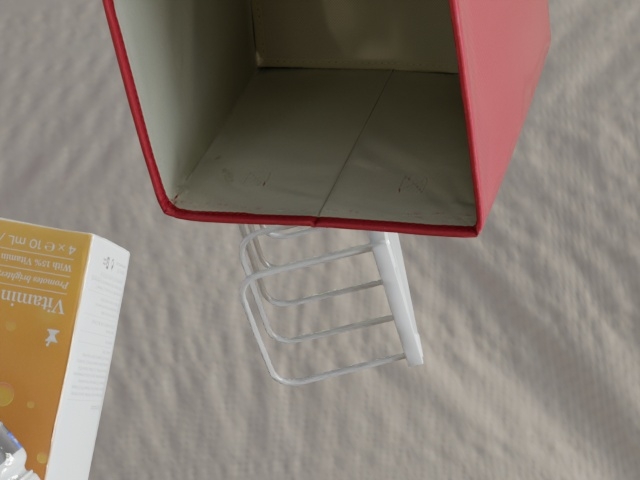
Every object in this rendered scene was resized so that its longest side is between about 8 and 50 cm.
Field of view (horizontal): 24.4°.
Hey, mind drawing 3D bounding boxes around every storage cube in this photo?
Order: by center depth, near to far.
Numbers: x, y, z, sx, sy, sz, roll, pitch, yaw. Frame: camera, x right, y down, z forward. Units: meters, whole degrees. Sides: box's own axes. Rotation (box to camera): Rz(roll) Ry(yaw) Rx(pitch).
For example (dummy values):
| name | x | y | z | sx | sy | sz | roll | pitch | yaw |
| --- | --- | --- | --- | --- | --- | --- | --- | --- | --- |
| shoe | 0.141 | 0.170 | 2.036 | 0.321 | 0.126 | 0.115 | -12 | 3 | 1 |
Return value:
| name | x | y | z | sx | sy | sz | roll | pitch | yaw |
| --- | --- | --- | --- | --- | --- | --- | --- | --- | --- |
| storage cube | 0.012 | -0.136 | 0.789 | 0.183 | 0.215 | 0.193 | 4 | -141 | 20 |

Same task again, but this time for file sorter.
| name | x | y | z | sx | sy | sz | roll | pitch | yaw |
| --- | --- | --- | --- | --- | --- | --- | --- | --- | --- |
| file sorter | 0.000 | 0.000 | 1.709 | 0.173 | 0.193 | 0.278 | -13 | -139 | 5 |

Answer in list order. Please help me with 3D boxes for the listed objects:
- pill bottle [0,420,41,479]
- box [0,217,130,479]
| name | x | y | z | sx | sy | sz | roll | pitch | yaw |
| --- | --- | --- | --- | --- | --- | --- | --- | --- | --- |
| pill bottle | -0.297 | 0.178 | 1.243 | 0.078 | 0.078 | 0.137 | -40 | -89 | -7 |
| box | -0.332 | 0.152 | 1.420 | 0.215 | 0.168 | 0.345 | 9 | -96 | 6 |
